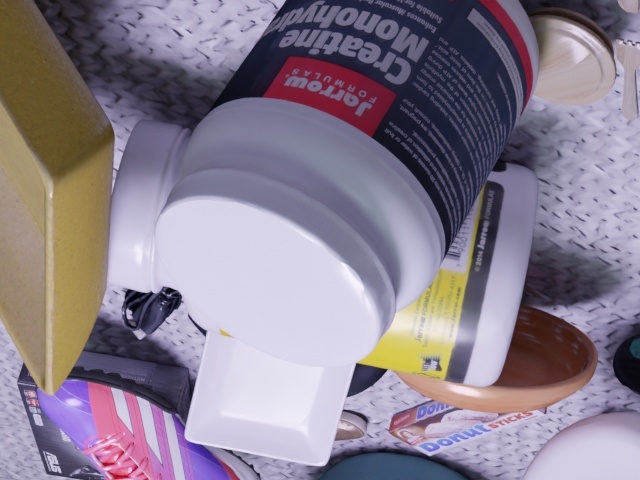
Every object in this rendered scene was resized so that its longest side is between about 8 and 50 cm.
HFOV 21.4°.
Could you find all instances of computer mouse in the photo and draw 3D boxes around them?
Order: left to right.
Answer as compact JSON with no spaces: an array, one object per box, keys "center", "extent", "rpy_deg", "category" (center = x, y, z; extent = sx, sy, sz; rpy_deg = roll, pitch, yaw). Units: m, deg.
[{"center":[-0.057,0.099,1.679],"extent":[0.272,0.072,0.188],"rpy_deg":[24,145,-16],"category":"computer mouse"}]

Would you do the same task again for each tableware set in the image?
[{"center":[0.173,-0.176,1.210],"extent":[0.128,0.039,0.194],"rpy_deg":[14,144,21],"category":"tableware set"}]

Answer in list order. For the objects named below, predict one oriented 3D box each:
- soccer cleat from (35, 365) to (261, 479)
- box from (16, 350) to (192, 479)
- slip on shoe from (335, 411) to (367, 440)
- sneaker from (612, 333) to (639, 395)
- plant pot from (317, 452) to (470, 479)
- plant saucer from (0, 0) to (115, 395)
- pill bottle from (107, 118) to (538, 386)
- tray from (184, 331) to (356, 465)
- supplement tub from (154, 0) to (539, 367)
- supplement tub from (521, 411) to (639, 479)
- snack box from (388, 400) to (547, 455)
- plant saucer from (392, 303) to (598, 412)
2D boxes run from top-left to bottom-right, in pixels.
[{"center":[-0.182,0.242,1.797],"extent":[0.108,0.116,0.318],"rpy_deg":[-15,139,35],"category":"soccer cleat"},{"center":[-0.234,0.209,1.925],"extent":[0.183,0.056,0.231],"rpy_deg":[10,147,6],"category":"box"},{"center":[-0.015,0.213,1.866],"extent":[0.135,0.041,0.051],"rpy_deg":[2,146,18],"category":"slip on shoe"},{"center":[0.379,0.149,1.593],"extent":[0.223,0.083,0.098],"rpy_deg":[12,152,1],"category":"sneaker"},{"center":[0.076,0.383,1.913],"extent":[0.293,0.235,0.293],"rpy_deg":[9,147,6],"category":"plant pot"},{"center":[-0.250,-0.091,1.316],"extent":[0.081,0.333,0.333],"rpy_deg":[-24,155,-22],"category":"plant saucer"},{"center":[0.000,0.000,1.401],"extent":[0.334,0.188,0.188],"rpy_deg":[12,147,4],"category":"pill bottle"},{"center":[-0.035,0.091,1.605],"extent":[0.145,0.030,0.270],"rpy_deg":[12,120,-4],"category":"tray"},{"center":[0.022,-0.068,1.182],"extent":[0.191,0.272,0.191],"rpy_deg":[21,146,15],"category":"supplement tub"},{"center":[0.356,0.289,1.567],"extent":[0.325,0.235,0.235],"rpy_deg":[14,154,-42],"category":"supplement tub"},{"center":[0.153,0.184,1.779],"extent":[0.064,0.022,0.178],"rpy_deg":[31,143,-27],"category":"snack box"},{"center":[0.146,0.103,1.511],"extent":[0.200,0.200,0.037],"rpy_deg":[9,111,7],"category":"plant saucer"}]
